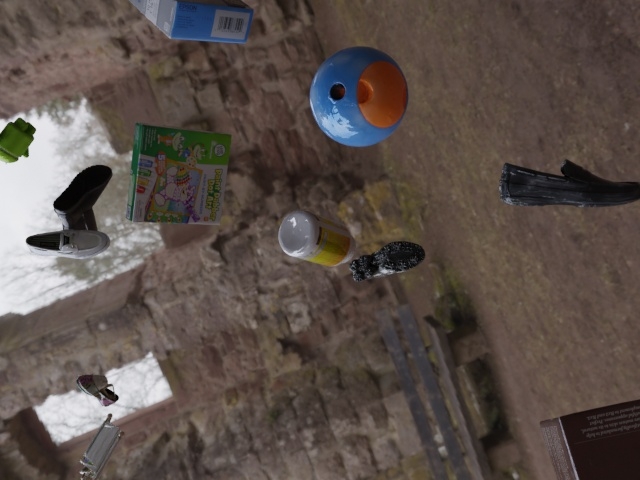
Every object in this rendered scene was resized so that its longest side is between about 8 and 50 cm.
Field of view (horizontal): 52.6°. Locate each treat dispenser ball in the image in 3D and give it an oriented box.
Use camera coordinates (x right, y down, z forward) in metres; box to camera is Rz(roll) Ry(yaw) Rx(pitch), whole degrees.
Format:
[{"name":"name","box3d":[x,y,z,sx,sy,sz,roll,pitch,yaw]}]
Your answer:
[{"name":"treat dispenser ball","box3d":[0.112,-0.419,1.890,0.288,0.288,0.288,158,90,-87]}]

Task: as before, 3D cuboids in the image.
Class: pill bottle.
[{"name":"pill bottle","box3d":[0.000,0.000,1.630,0.215,0.117,0.117,18,-139,-54]}]

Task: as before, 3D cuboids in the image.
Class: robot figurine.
[{"name":"robot figurine","box3d":[-0.720,-0.231,1.516,0.067,0.115,0.101,37,180,28]}]

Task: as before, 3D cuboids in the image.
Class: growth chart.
[{"name":"growth chart","box3d":[-0.587,0.558,1.719,0.021,0.172,0.237,36,162,-22]}]

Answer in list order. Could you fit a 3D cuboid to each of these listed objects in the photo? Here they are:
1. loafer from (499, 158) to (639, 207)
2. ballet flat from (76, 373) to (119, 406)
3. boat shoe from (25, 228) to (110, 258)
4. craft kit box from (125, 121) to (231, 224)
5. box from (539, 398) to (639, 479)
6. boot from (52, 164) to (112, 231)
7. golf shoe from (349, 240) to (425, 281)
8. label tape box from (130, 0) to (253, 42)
[{"name":"loafer","box3d":[0.408,-0.094,1.058,0.076,0.223,0.078,-30,-58,-76]},{"name":"ballet flat","box3d":[-0.765,0.513,2.250,0.221,0.079,0.076,74,171,-53]},{"name":"boat shoe","box3d":[-0.721,0.011,1.843,0.076,0.226,0.083,99,163,-75]},{"name":"craft kit box","box3d":[-0.364,-0.167,1.676,0.061,0.247,0.249,23,108,50]},{"name":"box","box3d":[0.538,0.406,1.228,0.203,0.169,0.166,67,-169,-70]},{"name":"boot","box3d":[-0.774,-0.109,2.143,0.094,0.246,0.207,24,143,11]},{"name":"golf shoe","box3d":[0.171,0.048,1.597,0.094,0.198,0.077,2,-105,-62]},{"name":"label tape box","box3d":[-0.394,-0.702,1.899,0.347,0.249,0.115,48,132,35]}]
